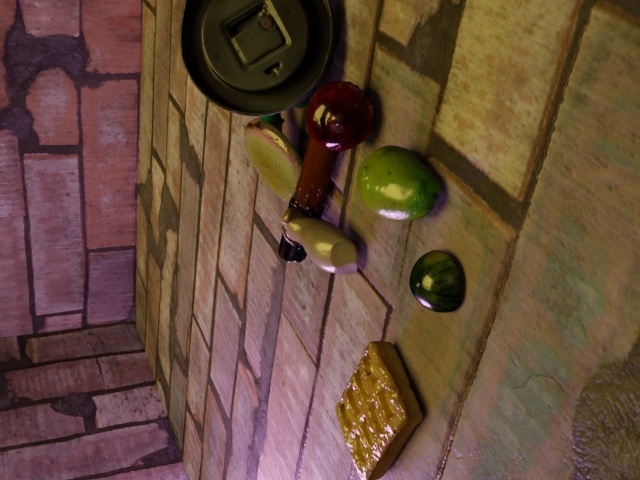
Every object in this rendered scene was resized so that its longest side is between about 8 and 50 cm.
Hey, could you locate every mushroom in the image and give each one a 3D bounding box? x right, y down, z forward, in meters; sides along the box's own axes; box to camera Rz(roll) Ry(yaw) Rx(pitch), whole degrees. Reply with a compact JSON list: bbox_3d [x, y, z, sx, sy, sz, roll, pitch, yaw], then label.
[{"bbox_3d":[-0.001,0.001,1.529,0.212,0.097,0.088,36,94,34],"label":"mushroom"}]

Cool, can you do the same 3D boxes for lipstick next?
[{"bbox_3d":[-0.016,-0.119,1.593,0.077,0.077,0.418,-118,34,-40],"label":"lipstick"}]

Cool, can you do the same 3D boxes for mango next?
[{"bbox_3d":[0.126,-0.093,1.254,0.178,0.100,0.119,33,122,51],"label":"mango"}]

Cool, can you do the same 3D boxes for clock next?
[{"bbox_3d":[-0.126,-0.414,1.517,0.067,0.325,0.325,-32,-60,-76],"label":"clock"}]

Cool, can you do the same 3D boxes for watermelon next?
[{"bbox_3d":[0.179,0.069,1.209,0.105,0.062,0.105,38,134,56],"label":"watermelon"}]

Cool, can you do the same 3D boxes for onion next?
[{"bbox_3d":[0.038,-0.231,1.391,0.131,0.131,0.131,175,90,-66],"label":"onion"}]

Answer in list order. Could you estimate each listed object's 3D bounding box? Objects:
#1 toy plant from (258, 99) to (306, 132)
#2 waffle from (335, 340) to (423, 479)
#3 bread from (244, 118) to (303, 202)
[{"bbox_3d":[-0.152,-0.399,1.719,0.400,0.185,0.279,36,121,39],"label":"toy plant"},{"bbox_3d":[0.107,0.329,1.430,0.274,0.057,0.168,110,145,-44],"label":"waffle"},{"bbox_3d":[-0.102,-0.173,1.701,0.228,0.033,0.228,41,153,26],"label":"bread"}]
